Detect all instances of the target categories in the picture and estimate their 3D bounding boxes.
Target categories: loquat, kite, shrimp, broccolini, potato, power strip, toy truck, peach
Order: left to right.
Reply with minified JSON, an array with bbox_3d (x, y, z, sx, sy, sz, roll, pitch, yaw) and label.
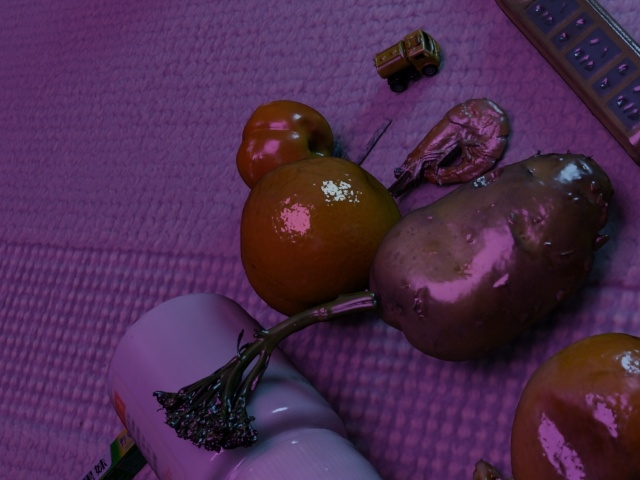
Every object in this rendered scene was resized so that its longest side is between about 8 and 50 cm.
[{"bbox_3d":[-0.044,0.139,1.290,0.271,0.062,0.123,-31,54,-8],"label":"broccolini"},{"bbox_3d":[-0.050,-0.116,1.614,0.138,0.138,0.138,-19,57,32],"label":"peach"},{"bbox_3d":[0.000,0.000,1.458,0.208,0.208,0.208,-19,57,32],"label":"loquat"},{"bbox_3d":[0.049,-0.100,1.607,0.152,0.005,0.137,-47,45,11],"label":"kite"},{"bbox_3d":[0.117,-0.241,1.590,0.083,0.054,0.049,-26,53,27],"label":"toy truck"},{"bbox_3d":[0.160,-0.105,1.503,0.180,0.041,0.099,-36,64,18],"label":"shrimp"},{"bbox_3d":[0.194,0.015,1.333,0.296,0.141,0.192,-37,53,10],"label":"potato"},{"bbox_3d":[0.308,-0.236,1.423,0.092,0.066,0.387,-41,47,13],"label":"power strip"},{"bbox_3d":[0.278,0.189,1.125,0.213,0.213,0.213,-19,57,32],"label":"loquat"}]

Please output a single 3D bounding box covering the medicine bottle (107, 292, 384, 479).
[{"bbox_3d":[-0.085,0.240,1.400,0.211,0.211,0.371,-51,47,6],"label":"medicine bottle"}]

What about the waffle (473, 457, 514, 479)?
[{"bbox_3d":[0.186,0.350,1.223,0.223,0.054,0.204,24,73,44],"label":"waffle"}]

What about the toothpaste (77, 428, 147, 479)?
[{"bbox_3d":[-0.258,0.285,1.633,0.178,0.043,0.037,-47,46,10],"label":"toothpaste"}]
